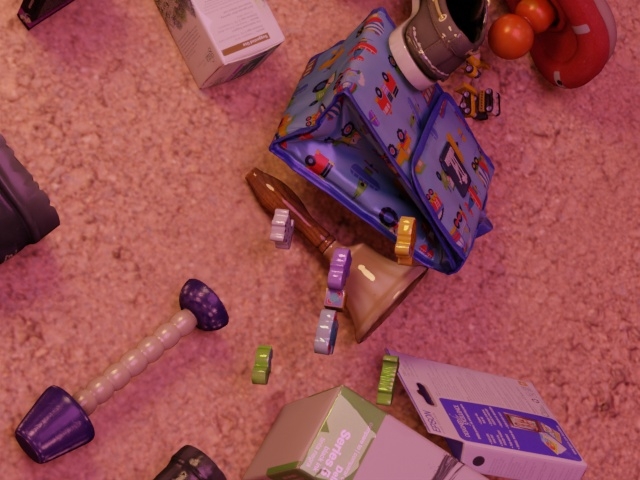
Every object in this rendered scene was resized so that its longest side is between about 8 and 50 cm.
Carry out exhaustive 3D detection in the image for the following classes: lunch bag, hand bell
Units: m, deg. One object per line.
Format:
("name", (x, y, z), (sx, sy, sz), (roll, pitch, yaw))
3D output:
("lunch bag", (0.102, -0.101, 1.877), (0.293, 0.138, 0.221), (45, 34, -17))
("hand bell", (0.000, 0.000, 1.862), (0.242, 0.126, 0.126), (42, 64, 7))

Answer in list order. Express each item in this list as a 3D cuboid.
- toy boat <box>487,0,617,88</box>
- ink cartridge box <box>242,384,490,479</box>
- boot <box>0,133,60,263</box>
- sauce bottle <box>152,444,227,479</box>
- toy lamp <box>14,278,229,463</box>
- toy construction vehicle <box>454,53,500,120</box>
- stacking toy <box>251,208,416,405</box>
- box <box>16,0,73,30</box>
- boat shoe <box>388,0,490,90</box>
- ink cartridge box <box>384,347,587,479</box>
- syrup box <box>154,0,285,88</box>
("toy boat", (0.279, -0.291, 1.998), (0.151, 0.151, 0.231), (-43, 115, -19))
("ink cartridge box", (0.075, 0.292, 1.742), (0.273, 0.198, 0.114), (34, 67, -10))
("boot", (-0.557, -0.026, 1.612), (0.445, 0.146, 0.367), (-39, 91, -22))
("sauce bottle", (-0.240, 0.359, 1.646), (0.111, 0.111, 0.344), (47, 63, -5))
("toy lamp", (-0.226, 0.148, 1.726), (0.275, 0.080, 0.080), (-42, 94, -27))
("toy construction vehicle", (0.199, -0.197, 2.000), (0.086, 0.035, 0.098), (19, 65, -52))
("stacking toy", (0.015, 0.071, 1.767), (0.167, 0.052, 0.221), (6, 73, 11))
("box", (-0.288, -0.313, 1.778), (0.116, 0.162, 0.029), (-39, 92, -26))
("boat shoe", (0.167, -0.285, 1.925), (0.109, 0.091, 0.305), (52, 29, -16))
("ink cartridge box", (0.187, 0.211, 1.820), (0.208, 0.206, 0.045), (15, 110, -18))
("syrup box", (-0.147, -0.316, 1.875), (0.096, 0.093, 0.236), (-26, 87, -27))
